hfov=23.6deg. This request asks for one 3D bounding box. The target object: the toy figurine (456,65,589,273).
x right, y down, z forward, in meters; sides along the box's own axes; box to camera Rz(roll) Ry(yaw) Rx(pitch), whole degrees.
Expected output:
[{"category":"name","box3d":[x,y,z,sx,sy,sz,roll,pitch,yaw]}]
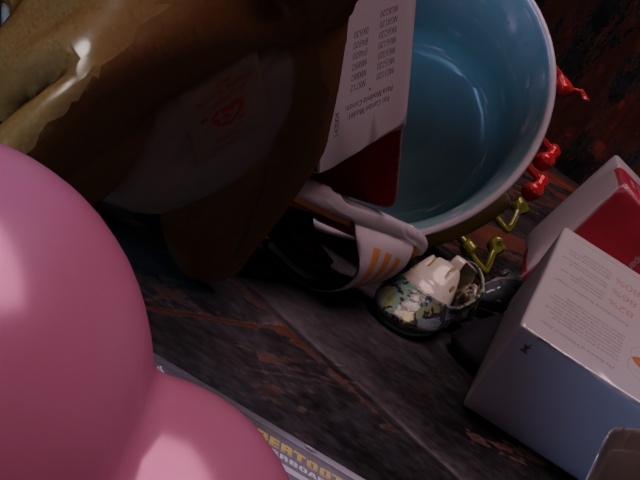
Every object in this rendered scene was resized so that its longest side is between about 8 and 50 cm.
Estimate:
[{"category":"toy figurine","box3d":[0.140,-0.098,1.846,0.191,0.217,0.362,43,53,-17]}]

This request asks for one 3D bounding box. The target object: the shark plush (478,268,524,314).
[{"category":"shark plush","box3d":[0.197,0.052,1.497,0.161,0.073,0.067,19,10,-37]}]

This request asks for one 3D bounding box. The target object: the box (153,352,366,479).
[{"category":"box","box3d":[-0.023,0.138,0.643,0.231,0.056,0.183,32,11,-5]}]

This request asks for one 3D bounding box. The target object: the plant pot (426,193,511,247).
[{"category":"plant pot","box3d":[0.119,-0.048,1.607,0.134,0.095,0.134,43,-5,4]}]

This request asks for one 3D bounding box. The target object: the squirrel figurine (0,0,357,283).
[{"category":"squirrel figurine","box3d":[-0.144,-0.224,0.966,0.370,0.397,0.281,49,23,25]}]

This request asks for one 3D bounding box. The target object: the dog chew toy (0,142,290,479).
[{"category":"dog chew toy","box3d":[-0.142,0.039,0.423,0.332,0.206,0.206,37,11,-14]}]

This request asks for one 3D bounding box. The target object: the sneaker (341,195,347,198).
[{"category":"sneaker","box3d":[-0.097,-0.141,1.330,0.314,0.136,0.116,33,29,12]}]

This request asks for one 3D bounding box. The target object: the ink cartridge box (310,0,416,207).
[{"category":"ink cartridge box","box3d":[-0.089,-0.166,1.161,0.309,0.271,0.130,18,29,30]}]

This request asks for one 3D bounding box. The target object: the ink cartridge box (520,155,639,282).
[{"category":"ink cartridge box","box3d":[0.330,0.082,1.391,0.306,0.131,0.226,48,12,0]}]

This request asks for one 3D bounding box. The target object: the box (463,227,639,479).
[{"category":"box","box3d":[0.206,0.090,1.201,0.130,0.091,0.170,34,34,3]}]

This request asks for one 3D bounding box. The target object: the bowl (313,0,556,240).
[{"category":"bowl","box3d":[0.069,-0.129,1.478,0.311,0.311,0.163,35,-7,14]}]

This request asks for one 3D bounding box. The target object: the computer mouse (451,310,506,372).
[{"category":"computer mouse","box3d":[0.207,0.097,1.379,0.262,0.060,0.184,24,15,-35]}]

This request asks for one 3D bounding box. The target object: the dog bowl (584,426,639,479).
[{"category":"dog bowl","box3d":[0.275,0.248,0.849,0.349,0.102,0.349,30,12,-7]}]

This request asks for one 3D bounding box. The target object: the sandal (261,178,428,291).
[{"category":"sandal","box3d":[-0.009,-0.003,1.194,0.102,0.076,0.265,17,-2,30]}]

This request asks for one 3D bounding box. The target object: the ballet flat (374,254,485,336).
[{"category":"ballet flat","box3d":[0.099,0.040,1.322,0.070,0.070,0.188,35,13,13]}]
